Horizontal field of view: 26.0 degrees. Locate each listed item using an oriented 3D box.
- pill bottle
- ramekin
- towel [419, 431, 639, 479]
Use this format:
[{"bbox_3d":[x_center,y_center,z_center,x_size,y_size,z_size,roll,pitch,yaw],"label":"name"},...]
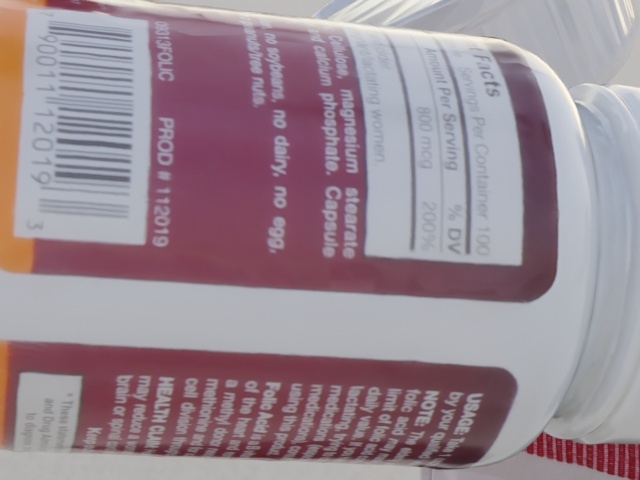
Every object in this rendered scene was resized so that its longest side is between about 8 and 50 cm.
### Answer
[{"bbox_3d":[0.000,0.000,0.697,0.392,0.224,0.224,5,18,-13],"label":"pill bottle"},{"bbox_3d":[0.120,-0.162,1.076,0.272,0.127,0.273,-27,18,10],"label":"ramekin"},{"bbox_3d":[0.186,0.209,1.066,0.237,0.329,0.037,12,32,19],"label":"towel"}]
